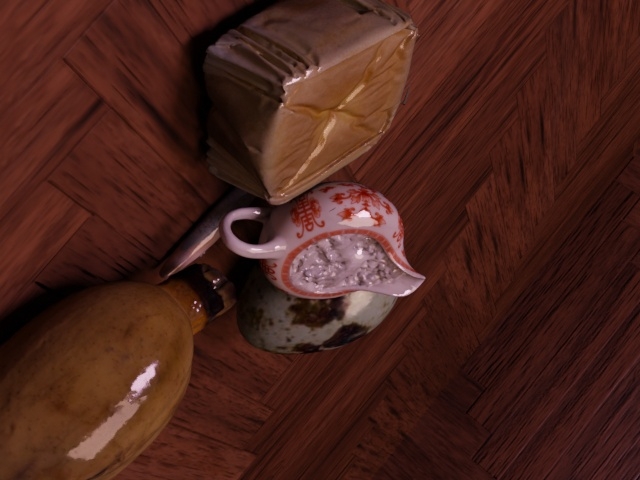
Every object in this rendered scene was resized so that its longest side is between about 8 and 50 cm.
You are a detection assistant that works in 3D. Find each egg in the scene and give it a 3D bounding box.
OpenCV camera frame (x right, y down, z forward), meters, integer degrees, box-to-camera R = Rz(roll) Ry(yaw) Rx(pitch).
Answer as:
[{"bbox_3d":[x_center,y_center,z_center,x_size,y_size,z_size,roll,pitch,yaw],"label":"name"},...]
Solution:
[{"bbox_3d":[-0.002,0.056,1.142,0.231,0.169,0.169,-30,151,-13],"label":"egg"}]

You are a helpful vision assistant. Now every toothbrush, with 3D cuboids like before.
[{"bbox_3d":[-0.048,-0.095,1.019,0.375,0.028,0.037,-48,150,-11],"label":"toothbrush"}]

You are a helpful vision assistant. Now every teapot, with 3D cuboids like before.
[{"bbox_3d":[0.000,0.000,0.984,0.246,0.116,0.159,2,151,-28],"label":"teapot"}]

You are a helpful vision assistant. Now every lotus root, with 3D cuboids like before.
[{"bbox_3d":[-0.204,0.124,0.874,0.310,0.183,0.182,-43,154,-25],"label":"lotus root"}]

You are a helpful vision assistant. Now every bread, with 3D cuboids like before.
[{"bbox_3d":[-0.017,-0.148,0.897,0.210,0.110,0.192,-35,153,-27],"label":"bread"}]
